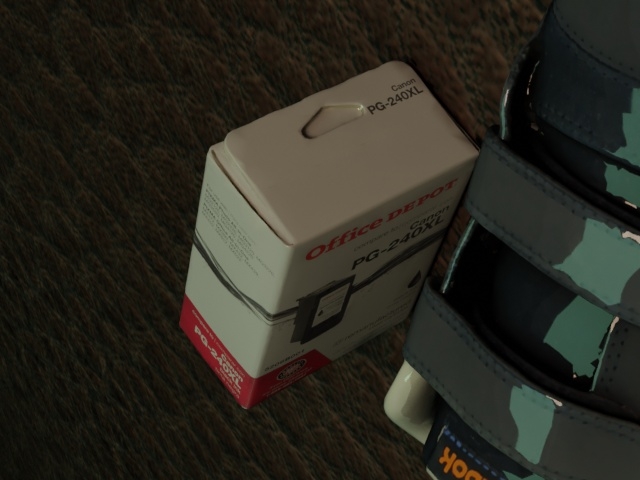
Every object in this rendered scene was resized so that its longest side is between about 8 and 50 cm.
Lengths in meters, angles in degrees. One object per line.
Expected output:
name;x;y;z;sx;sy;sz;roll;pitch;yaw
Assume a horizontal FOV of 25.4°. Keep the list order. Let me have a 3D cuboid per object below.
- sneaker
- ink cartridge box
sneaker;0.101;0.032;0.505;0.126;0.127;0.321;38;144;42
ink cartridge box;0.000;0.000;0.668;0.063;0.109;0.150;52;152;21
